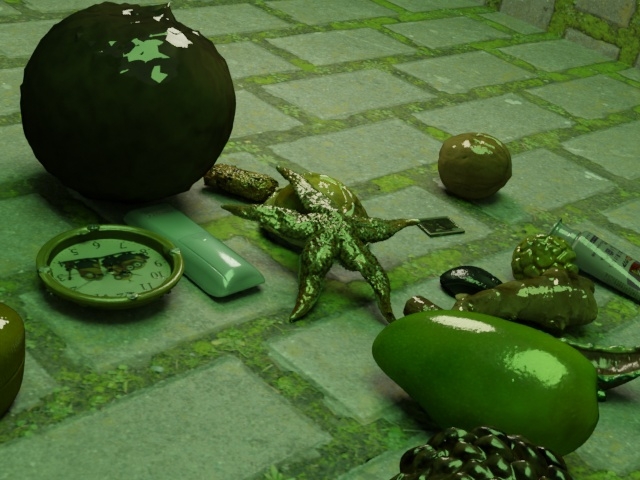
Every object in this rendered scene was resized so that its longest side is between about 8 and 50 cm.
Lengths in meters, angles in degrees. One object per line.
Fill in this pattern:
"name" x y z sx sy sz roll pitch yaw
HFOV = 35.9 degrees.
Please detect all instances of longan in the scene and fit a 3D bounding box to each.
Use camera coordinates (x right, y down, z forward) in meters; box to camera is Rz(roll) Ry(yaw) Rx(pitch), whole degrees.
"longan" -0.346 -0.253 1.796 0.391 0.391 0.391 9 29 -5

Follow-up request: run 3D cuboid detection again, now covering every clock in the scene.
"clock" -0.336 0.051 1.584 0.237 0.057 0.237 7 30 -4

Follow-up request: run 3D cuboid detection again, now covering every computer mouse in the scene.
"computer mouse" 0.282 0.076 1.777 0.135 0.047 0.079 15 29 2

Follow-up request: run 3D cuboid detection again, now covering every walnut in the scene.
"walnut" 0.333 -0.161 2.134 0.166 0.149 0.166 21 -4 1

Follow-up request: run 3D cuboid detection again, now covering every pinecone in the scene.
"pinecone" 0.198 0.331 1.100 0.257 0.243 0.243 26 19 -32

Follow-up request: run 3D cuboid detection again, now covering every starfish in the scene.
"starfish" -0.001 -0.002 1.699 0.358 0.078 0.347 15 50 -6

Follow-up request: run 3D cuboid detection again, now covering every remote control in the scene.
"remote control" -0.220 0.008 1.711 0.103 0.051 0.293 -17 39 -41

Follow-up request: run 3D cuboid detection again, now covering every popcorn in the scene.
"popcorn" 0.412 0.041 1.839 0.120 0.116 0.106 -40 9 -8

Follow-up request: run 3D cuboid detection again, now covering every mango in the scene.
"mango" 0.227 0.199 1.409 0.343 0.156 0.192 18 64 31

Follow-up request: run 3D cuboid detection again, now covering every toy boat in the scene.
"toy boat" 0.415 0.190 1.573 0.293 0.099 0.108 6 28 5

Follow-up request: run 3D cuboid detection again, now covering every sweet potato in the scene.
"sweet potato" 0.233 0.178 1.560 0.067 0.059 0.281 -17 37 -25

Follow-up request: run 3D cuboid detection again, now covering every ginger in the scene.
"ginger" 0.350 0.114 1.701 0.294 0.086 0.131 -9 47 -25

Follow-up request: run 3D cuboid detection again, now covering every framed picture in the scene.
"framed picture" 0.239 -0.029 1.991 0.089 0.007 0.066 -6 33 -30

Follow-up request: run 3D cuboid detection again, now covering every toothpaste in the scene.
"toothpaste" 0.577 0.058 1.906 0.299 0.073 0.114 31 34 18

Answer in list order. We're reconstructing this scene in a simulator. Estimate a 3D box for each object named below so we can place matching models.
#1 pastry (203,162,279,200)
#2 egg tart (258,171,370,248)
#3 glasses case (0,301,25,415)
"pastry" -0.158 -0.115 1.953 0.140 0.056 0.080 16 21 21
"egg tart" -0.001 -0.061 1.877 0.252 0.098 0.232 -10 39 -41
"glasses case" -0.521 0.176 1.201 0.173 0.141 0.371 30 34 29
